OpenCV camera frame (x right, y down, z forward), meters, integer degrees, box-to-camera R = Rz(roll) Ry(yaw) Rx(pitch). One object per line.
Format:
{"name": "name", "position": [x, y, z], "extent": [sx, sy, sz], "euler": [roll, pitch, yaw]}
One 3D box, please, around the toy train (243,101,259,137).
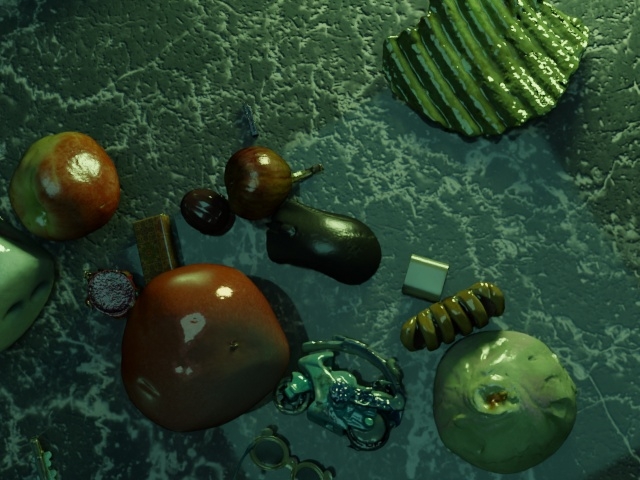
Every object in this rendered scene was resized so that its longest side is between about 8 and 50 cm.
{"name": "toy train", "position": [-0.155, -0.273, 1.866], "extent": [0.017, 0.017, 0.083], "euler": [-16, 82, 3]}

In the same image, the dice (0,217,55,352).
{"name": "dice", "position": [-0.754, 0.082, 1.777], "extent": [0.264, 0.268, 0.263], "euler": [32, 88, 9]}

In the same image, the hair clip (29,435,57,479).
{"name": "hair clip", "position": [-0.600, 0.512, 1.823], "extent": [0.049, 0.049, 0.173], "euler": [-16, 87, 5]}

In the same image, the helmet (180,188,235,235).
{"name": "helmet", "position": [-0.252, -0.066, 1.828], "extent": [0.123, 0.070, 0.098], "euler": [26, 87, 10]}

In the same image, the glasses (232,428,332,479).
{"name": "glasses", "position": [-0.104, 0.515, 1.691], "extent": [0.189, 0.220, 0.088], "euler": [34, 128, 8]}

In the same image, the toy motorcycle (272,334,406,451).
{"name": "toy motorcycle", "position": [0.049, 0.308, 1.718], "extent": [0.260, 0.154, 0.206], "euler": [24, 64, 13]}

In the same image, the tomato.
{"name": "tomato", "position": [-0.230, 0.218, 1.655], "extent": [0.272, 0.341, 0.342], "euler": [5, 82, 49]}

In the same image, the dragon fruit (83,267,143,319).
{"name": "dragon fruit", "position": [-0.456, 0.115, 1.839], "extent": [0.126, 0.068, 0.112], "euler": [4, 95, -5]}

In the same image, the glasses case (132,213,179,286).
{"name": "glasses case", "position": [-0.351, 0.057, 1.837], "extent": [0.075, 0.049, 0.218], "euler": [-16, 82, 12]}

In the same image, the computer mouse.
{"name": "computer mouse", "position": [0.000, 0.000, 1.784], "extent": [0.264, 0.088, 0.147], "euler": [15, 83, 11]}

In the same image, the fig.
{"name": "fig", "position": [-0.127, -0.132, 1.796], "extent": [0.149, 0.202, 0.148], "euler": [44, 125, 8]}

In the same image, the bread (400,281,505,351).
{"name": "bread", "position": [0.270, 0.163, 1.700], "extent": [0.225, 0.134, 0.081], "euler": [-28, 72, 3]}

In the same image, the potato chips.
{"name": "potato chips", "position": [0.353, -0.405, 1.776], "extent": [0.389, 0.097, 0.373], "euler": [34, 90, 11]}

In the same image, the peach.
{"name": "peach", "position": [-0.545, -0.125, 1.807], "extent": [0.232, 0.257, 0.233], "euler": [11, 125, 16]}

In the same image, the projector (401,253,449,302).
{"name": "projector", "position": [0.219, 0.080, 1.743], "extent": [0.082, 0.083, 0.083], "euler": [16, 86, 9]}

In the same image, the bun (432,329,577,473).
{"name": "bun", "position": [0.363, 0.317, 1.647], "extent": [0.293, 0.187, 0.293], "euler": [-1, 82, 5]}
